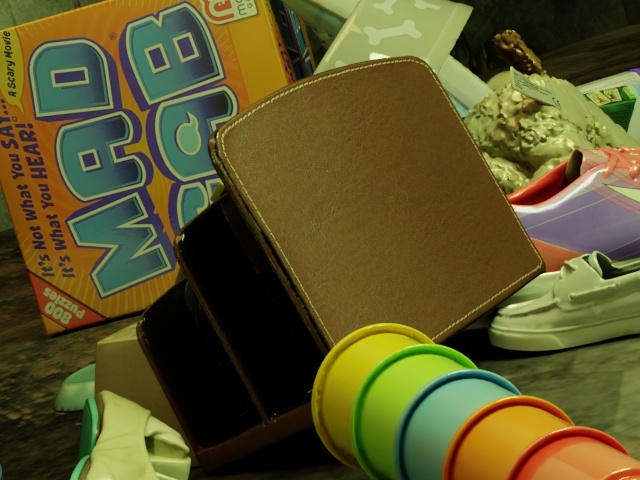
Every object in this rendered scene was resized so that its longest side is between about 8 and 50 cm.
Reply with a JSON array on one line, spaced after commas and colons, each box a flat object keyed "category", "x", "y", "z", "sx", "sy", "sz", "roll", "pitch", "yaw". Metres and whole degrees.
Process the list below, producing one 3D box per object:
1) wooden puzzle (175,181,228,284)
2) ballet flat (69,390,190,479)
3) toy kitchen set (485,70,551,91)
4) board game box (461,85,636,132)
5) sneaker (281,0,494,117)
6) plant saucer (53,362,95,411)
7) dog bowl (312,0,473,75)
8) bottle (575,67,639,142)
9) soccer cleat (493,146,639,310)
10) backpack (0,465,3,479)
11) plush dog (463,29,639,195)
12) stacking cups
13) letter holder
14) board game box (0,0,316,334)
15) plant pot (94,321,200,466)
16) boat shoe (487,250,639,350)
[{"category": "wooden puzzle", "x": -0.079, "y": -0.004, "z": 1.155, "sx": 0.014, "sy": 0.116, "sz": 0.078, "roll": 34, "pitch": 29, "yaw": 18}, {"category": "ballet flat", "x": -0.119, "y": 0.155, "z": 0.984, "sx": 0.086, "sy": 0.086, "sz": 0.248, "roll": -16, "pitch": 10, "yaw": -3}, {"category": "toy kitchen set", "x": 0.281, "y": -0.113, "z": 1.954, "sx": 0.207, "sy": 0.166, "sz": 0.122, "roll": 20, "pitch": -2, "yaw": -18}, {"category": "board game box", "x": 0.204, "y": -0.085, "z": 1.638, "sx": 0.259, "sy": 0.136, "sz": 0.030, "roll": -12, "pitch": 45, "yaw": -17}, {"category": "sneaker", "x": 0.066, "y": -0.184, "z": 1.775, "sx": 0.150, "sy": 0.366, "sz": 0.135, "roll": -53, "pitch": 15, "yaw": 7}, {"category": "plant saucer", "x": -0.192, "y": 0.126, "z": 1.422, "sx": 0.119, "sy": 0.021, "sz": 0.119, "roll": -15, "pitch": 8, "yaw": 2}, {"category": "dog bowl", "x": 0.022, "y": -0.109, "z": 1.561, "sx": 0.349, "sy": 0.102, "sz": 0.349, "roll": -59, "pitch": 0, "yaw": 0}, {"category": "bottle", "x": 0.268, "y": -0.109, "z": 1.754, "sx": 0.282, "sy": 0.118, "sz": 0.092, "roll": -17, "pitch": 9, "yaw": -11}, {"category": "soccer cleat", "x": 0.271, "y": -0.036, "z": 1.300, "sx": 0.318, "sy": 0.116, "sz": 0.108, "roll": -18, "pitch": 10, "yaw": -11}, {"category": "backpack", "x": -0.280, "y": 0.163, "z": 0.807, "sx": 0.276, "sy": 0.213, "sz": 0.263, "roll": -18, "pitch": 19, "yaw": -30}, {"category": "plush dog", "x": 0.167, "y": -0.057, "z": 1.495, "sx": 0.225, "sy": 0.210, "sz": 0.262, "roll": -41, "pitch": -5, "yaw": 26}, {"category": "stacking cups", "x": 0.092, "y": 0.108, "z": 0.807, "sx": 0.096, "sy": 0.096, "sz": 0.316, "roll": -19, "pitch": 10, "yaw": -18}, {"category": "letter holder", "x": 0.000, "y": 0.000, "z": 1.144, "sx": 0.152, "sy": 0.214, "sz": 0.302, "roll": -29, "pitch": 0, "yaw": 36}, {"category": "board game box", "x": -0.181, "y": -0.131, "z": 1.906, "sx": 0.356, "sy": 0.356, "sz": 0.356, "roll": -14, "pitch": 9, "yaw": 7}, {"category": "plant pot", "x": -0.107, "y": 0.106, "z": 1.155, "sx": 0.109, "sy": 0.096, "sz": 0.109, "roll": -8, "pitch": 12, "yaw": 37}, {"category": "boat shoe", "x": 0.206, "y": 0.038, "z": 1.129, "sx": 0.184, "sy": 0.063, "sz": 0.066, "roll": -11, "pitch": 10, "yaw": 30}]
